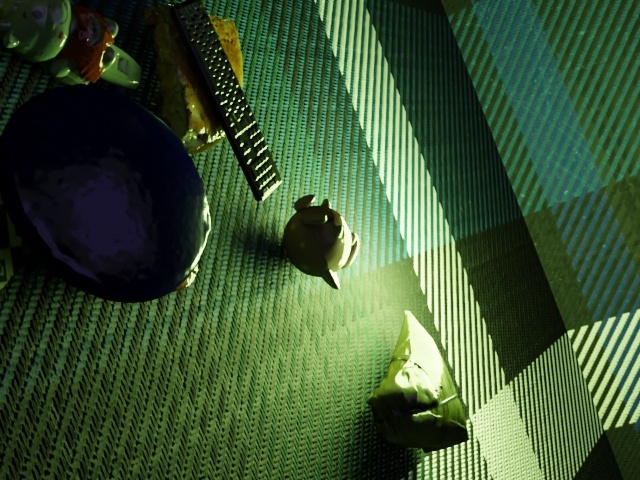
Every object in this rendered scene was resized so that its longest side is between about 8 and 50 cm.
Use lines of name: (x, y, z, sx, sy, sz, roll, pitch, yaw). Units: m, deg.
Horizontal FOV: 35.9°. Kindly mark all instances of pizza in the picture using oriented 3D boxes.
pizza: (-0.201, -0.264, 1.498, 0.226, 0.086, 0.335, 54, 30, -33)

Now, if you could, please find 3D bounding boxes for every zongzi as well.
zongzi: (0.149, 0.231, 1.742, 0.251, 0.125, 0.274, 30, 43, -61)

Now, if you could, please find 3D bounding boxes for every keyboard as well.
keyboard: (-0.137, -0.212, 1.474, 0.310, 0.018, 0.101, 66, 24, -14)

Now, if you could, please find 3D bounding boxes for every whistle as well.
whistle: (-0.322, -0.255, 1.264, 0.253, 0.105, 0.102, 27, 89, -53)

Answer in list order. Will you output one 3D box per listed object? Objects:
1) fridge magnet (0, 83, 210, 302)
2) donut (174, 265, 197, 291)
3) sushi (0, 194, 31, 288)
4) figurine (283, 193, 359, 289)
fridge magnet: (-0.243, -0.052, 1.113, 0.265, 0.112, 0.265, 25, 49, -33)
donut: (-0.239, -0.008, 1.258, 0.184, 0.073, 0.166, 21, 54, -54)
sushi: (-0.376, -0.043, 0.972, 0.264, 0.050, 0.290, -63, 143, -57)
figurine: (0.000, 0.000, 1.637, 0.125, 0.125, 0.138, -70, 145, -53)
